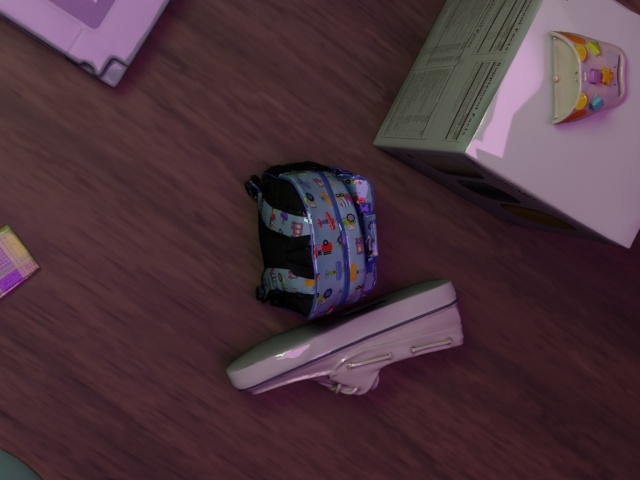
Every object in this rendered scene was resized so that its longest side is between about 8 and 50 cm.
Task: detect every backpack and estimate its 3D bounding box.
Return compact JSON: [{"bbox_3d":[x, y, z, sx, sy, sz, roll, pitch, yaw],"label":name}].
[{"bbox_3d":[0.000,0.000,1.237,0.117,0.173,0.158,-7,97,-16],"label":"backpack"}]

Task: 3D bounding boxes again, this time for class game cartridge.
[{"bbox_3d":[-0.275,-0.308,1.186,0.294,0.060,0.196,33,90,-17],"label":"game cartridge"}]

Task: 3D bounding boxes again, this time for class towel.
[{"bbox_3d":[-0.333,0.029,1.227,0.083,0.009,0.060,-37,104,-11],"label":"towel"}]

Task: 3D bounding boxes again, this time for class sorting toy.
[{"bbox_3d":[0.246,-0.147,1.093,0.075,0.045,0.083,-7,98,-34],"label":"sorting toy"}]

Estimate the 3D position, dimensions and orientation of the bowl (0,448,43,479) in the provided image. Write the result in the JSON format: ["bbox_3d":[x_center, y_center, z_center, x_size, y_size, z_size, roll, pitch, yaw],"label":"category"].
[{"bbox_3d":[-0.385,0.354,1.168,0.312,0.163,0.311,-2,95,-16],"label":"bowl"}]

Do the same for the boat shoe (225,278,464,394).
[{"bbox_3d":[0.033,0.122,1.307,0.268,0.096,0.088,-20,97,-22],"label":"boat shoe"}]

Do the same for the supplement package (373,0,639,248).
[{"bbox_3d":[0.217,-0.133,1.240,0.199,0.263,0.198,28,87,-17],"label":"supplement package"}]
